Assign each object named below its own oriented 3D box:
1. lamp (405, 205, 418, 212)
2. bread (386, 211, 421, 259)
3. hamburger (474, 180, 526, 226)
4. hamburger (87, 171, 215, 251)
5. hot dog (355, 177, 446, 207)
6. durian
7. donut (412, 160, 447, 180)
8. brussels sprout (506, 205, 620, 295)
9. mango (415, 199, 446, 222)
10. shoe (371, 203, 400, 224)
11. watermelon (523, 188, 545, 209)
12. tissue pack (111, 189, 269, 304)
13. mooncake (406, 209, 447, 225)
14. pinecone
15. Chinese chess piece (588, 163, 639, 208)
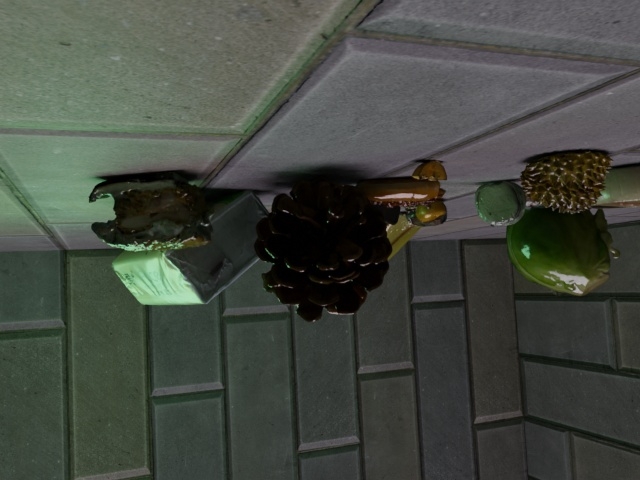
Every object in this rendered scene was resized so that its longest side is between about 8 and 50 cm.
[{"bbox_3d":[0.351,-0.119,2.105,0.083,0.031,0.063,-5,179,-35],"label":"lamp"},{"bbox_3d":[0.261,-0.073,2.530,0.233,0.245,0.362,3,143,-41],"label":"bread"},{"bbox_3d":[0.521,-0.107,1.708,0.139,0.133,0.062,4,-172,25],"label":"hamburger"},{"bbox_3d":[-0.379,-0.062,1.395,0.287,0.168,0.192,-4,173,12],"label":"hamburger"},{"bbox_3d":[0.216,-0.126,1.584,0.249,0.076,0.102,-2,172,0],"label":"hot dog"},{"bbox_3d":[0.590,-0.136,1.402,0.249,0.138,0.183,7,180,-32],"label":"durian"},{"bbox_3d":[0.248,-0.152,1.361,0.083,0.067,0.037,-37,-148,-25],"label":"donut"},{"bbox_3d":[0.781,0.015,1.966,0.314,0.371,0.276,-16,147,-10],"label":"brussels sprout"},{"bbox_3d":[0.386,-0.103,2.044,0.101,0.066,0.187,-27,164,23],"label":"mango"},{"bbox_3d":[0.155,-0.098,1.809,0.098,0.103,0.274,10,-179,30],"label":"shoe"},{"bbox_3d":[0.684,-0.138,1.852,0.187,0.071,0.139,-2,172,-6],"label":"watermelon"},{"bbox_3d":[-0.365,0.026,1.708,0.404,0.205,0.332,-10,-152,51],"label":"tissue pack"},{"bbox_3d":[0.402,-0.090,2.250,0.129,0.073,0.125,3,175,-40],"label":"mooncake"},{"bbox_3d":[0.000,0.000,1.469,0.384,0.385,0.384,-3,176,0],"label":"pinecone"},{"bbox_3d":[0.862,-0.145,1.625,0.249,0.103,0.250,-1,177,0],"label":"Chinese chess piece"}]
